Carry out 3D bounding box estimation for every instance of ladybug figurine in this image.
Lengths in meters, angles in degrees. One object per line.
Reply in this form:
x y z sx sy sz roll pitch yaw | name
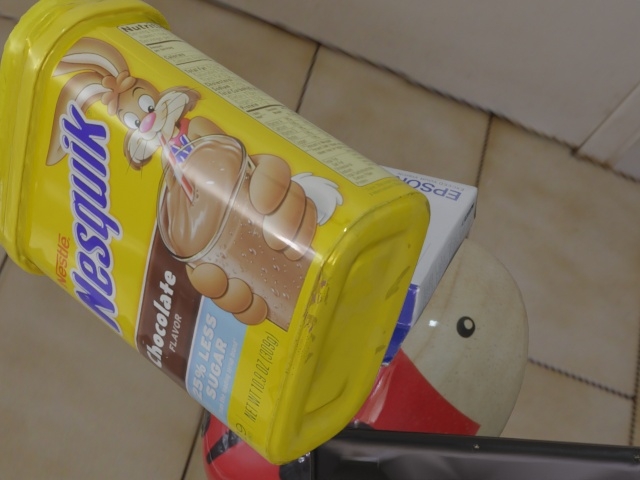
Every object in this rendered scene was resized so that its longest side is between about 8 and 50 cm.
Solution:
0.020 0.168 1.280 0.162 0.449 0.305 15 37 -51 | ladybug figurine

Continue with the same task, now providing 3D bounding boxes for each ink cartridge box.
0.000 0.000 1.029 0.223 0.045 0.224 14 39 18 | ink cartridge box

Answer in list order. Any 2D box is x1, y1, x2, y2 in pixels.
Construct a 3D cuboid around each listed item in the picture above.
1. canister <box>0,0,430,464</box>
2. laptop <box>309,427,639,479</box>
-0.049 -0.008 0.460 0.170 0.126 0.073 35 36 28 | canister
0.199 0.317 1.043 0.382 0.408 0.236 2 17 9 | laptop
